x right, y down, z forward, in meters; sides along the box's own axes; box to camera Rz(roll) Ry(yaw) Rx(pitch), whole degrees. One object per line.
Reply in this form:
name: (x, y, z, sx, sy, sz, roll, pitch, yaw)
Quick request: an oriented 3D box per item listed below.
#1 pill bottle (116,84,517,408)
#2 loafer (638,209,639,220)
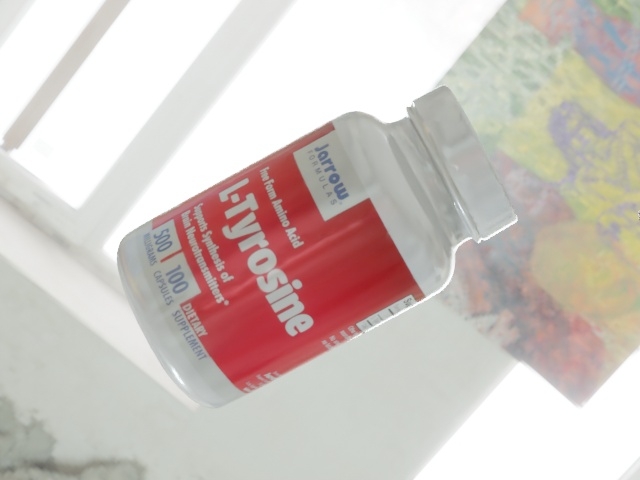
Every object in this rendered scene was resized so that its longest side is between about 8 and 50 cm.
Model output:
pill bottle: (0.000, 0.000, 1.282, 0.229, 0.408, 0.229, 60, -175, -10)
loafer: (0.523, -0.018, 1.619, 0.130, 0.134, 0.366, 65, -165, 4)
